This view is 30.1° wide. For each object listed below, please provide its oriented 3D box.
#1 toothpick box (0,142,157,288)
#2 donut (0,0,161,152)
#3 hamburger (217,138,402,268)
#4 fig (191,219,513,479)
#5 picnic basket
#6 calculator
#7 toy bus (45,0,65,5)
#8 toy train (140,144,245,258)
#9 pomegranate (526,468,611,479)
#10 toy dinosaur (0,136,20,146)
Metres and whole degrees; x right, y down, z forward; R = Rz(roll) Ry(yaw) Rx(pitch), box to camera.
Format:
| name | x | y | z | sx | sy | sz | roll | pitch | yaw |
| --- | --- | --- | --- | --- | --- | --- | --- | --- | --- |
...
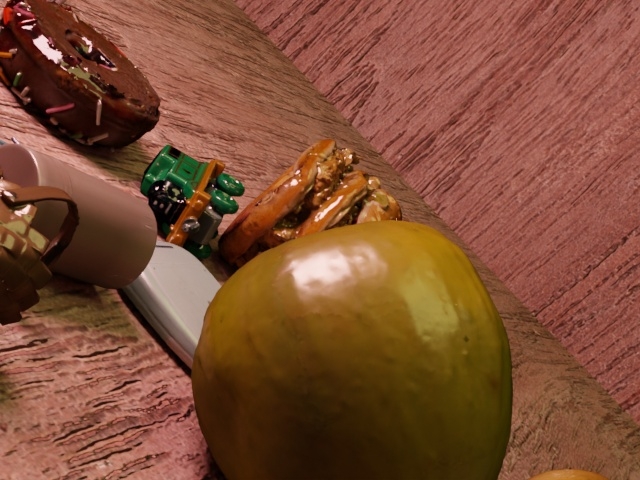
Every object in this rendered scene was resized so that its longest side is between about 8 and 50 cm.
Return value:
| name | x | y | z | sx | sy | sz | roll | pitch | yaw |
| --- | --- | --- | --- | --- | --- | --- | --- | --- | --- |
| toothpick box | -0.265 | -0.022 | 1.221 | 0.181 | 0.111 | 0.111 | 26 | 23 | -54 |
| donut | -0.338 | -0.228 | 1.636 | 0.270 | 0.103 | 0.269 | 40 | 12 | -11 |
| hamburger | -0.002 | -0.011 | 1.693 | 0.211 | 0.245 | 0.260 | 40 | -11 | 2 |
| fig | 0.042 | 0.155 | 1.174 | 0.343 | 0.343 | 0.343 | 41 | 14 | -13 |
| picnic basket | -0.286 | 0.005 | 1.045 | 0.138 | 0.128 | 0.178 | 51 | 25 | 21 |
| calculator | -0.152 | 0.078 | 1.387 | 0.295 | 0.042 | 0.184 | 49 | 15 | 16 |
| toy bus | -0.491 | -0.490 | 1.989 | 0.138 | 0.097 | 0.342 | 42 | 11 | -35 |
| toy train | -0.183 | -0.059 | 1.613 | 0.136 | 0.091 | 0.227 | 31 | 17 | -6 |
| pomegranate | 0.314 | 0.390 | 1.438 | 0.233 | 0.233 | 0.233 | 41 | 14 | -13 |
| toy dinosaur | -0.366 | -0.094 | 1.283 | 0.080 | 0.045 | 0.197 | 35 | 17 | 8 |
